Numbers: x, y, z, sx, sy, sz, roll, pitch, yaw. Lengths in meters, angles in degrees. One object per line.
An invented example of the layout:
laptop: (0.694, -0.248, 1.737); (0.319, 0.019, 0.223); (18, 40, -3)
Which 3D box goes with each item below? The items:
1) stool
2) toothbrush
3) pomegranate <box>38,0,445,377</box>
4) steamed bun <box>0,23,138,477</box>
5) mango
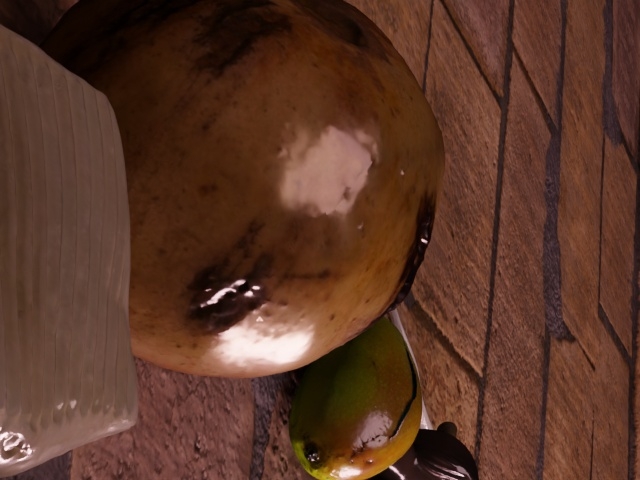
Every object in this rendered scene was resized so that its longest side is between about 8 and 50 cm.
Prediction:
stool: (0.096, 0.243, 1.621); (0.217, 0.125, 0.121); (54, 16, -22)
toothbrush: (0.107, 0.155, 1.774); (0.026, 0.022, 0.263); (-84, 159, -59)
pomegranate: (-0.066, -0.050, 1.039); (0.322, 0.322, 0.322); (-4, 90, -67)
steamed bun: (-0.251, 0.002, 0.679); (0.383, 0.236, 0.247); (24, 55, -72)
mango: (0.043, 0.154, 1.493); (0.125, 0.111, 0.233); (50, 32, -13)
